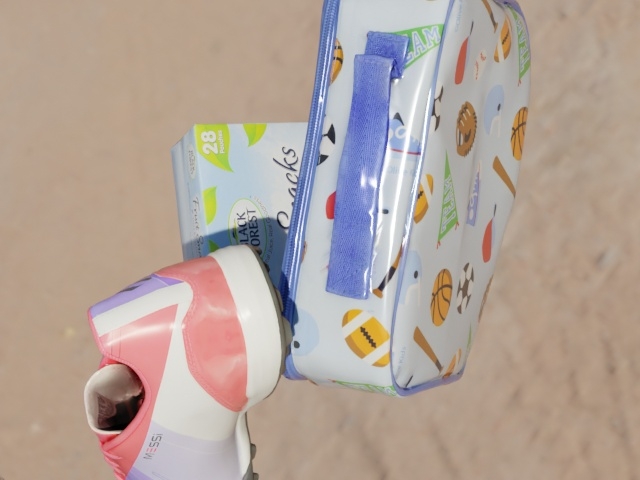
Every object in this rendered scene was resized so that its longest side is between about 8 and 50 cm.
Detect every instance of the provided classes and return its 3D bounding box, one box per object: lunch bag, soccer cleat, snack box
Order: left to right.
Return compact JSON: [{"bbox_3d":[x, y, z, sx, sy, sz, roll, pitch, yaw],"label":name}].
[{"bbox_3d":[-0.100,0.116,1.276,0.318,0.116,0.109,105,148,-54],"label":"soccer cleat"},{"bbox_3d":[0.000,0.000,1.524,0.070,0.207,0.174,142,122,-65],"label":"snack box"},{"bbox_3d":[0.054,-0.047,1.358,0.115,0.243,0.303,9,93,20],"label":"lunch bag"}]

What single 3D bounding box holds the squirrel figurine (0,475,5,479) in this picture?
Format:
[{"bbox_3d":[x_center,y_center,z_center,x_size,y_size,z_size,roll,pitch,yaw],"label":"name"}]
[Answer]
[{"bbox_3d":[-0.252,0.339,1.968,0.397,0.370,0.281,-3,46,43],"label":"squirrel figurine"}]
